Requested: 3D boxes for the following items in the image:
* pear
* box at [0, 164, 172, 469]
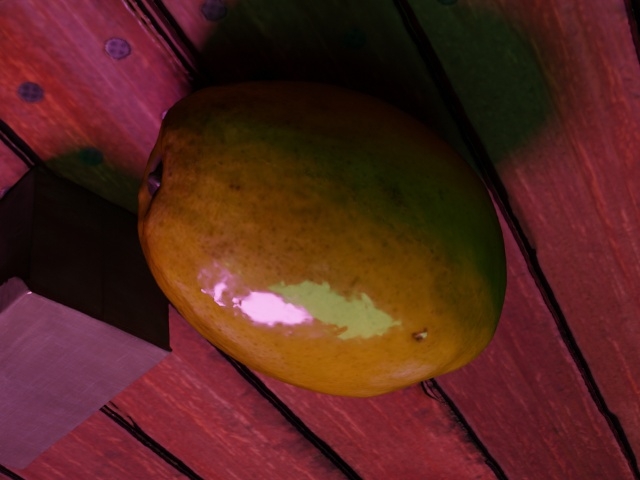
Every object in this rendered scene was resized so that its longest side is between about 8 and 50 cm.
[{"bbox_3d":[0.000,0.000,0.817,0.307,0.252,0.253,17,131,-25],"label":"pear"},{"bbox_3d":[-0.266,0.076,0.920,0.155,0.149,0.231,29,125,-35],"label":"box"}]
